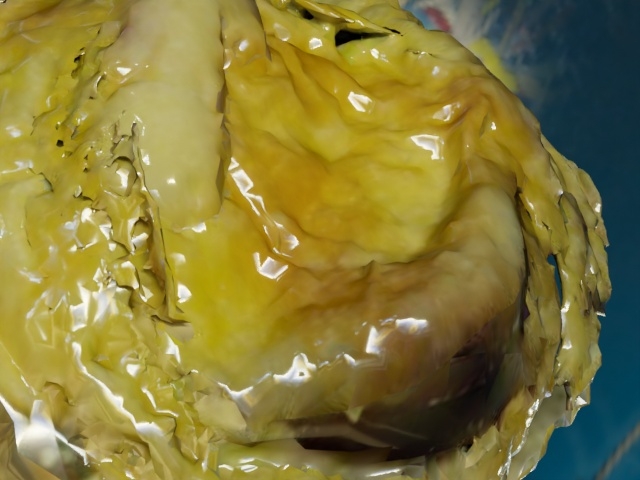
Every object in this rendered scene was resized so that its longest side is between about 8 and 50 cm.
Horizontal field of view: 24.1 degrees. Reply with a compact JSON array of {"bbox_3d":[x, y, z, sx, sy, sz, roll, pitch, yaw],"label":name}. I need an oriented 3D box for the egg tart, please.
[{"bbox_3d":[0.000,0.000,0.519,0.297,0.297,0.132,28,-38,-20],"label":"egg tart"}]
